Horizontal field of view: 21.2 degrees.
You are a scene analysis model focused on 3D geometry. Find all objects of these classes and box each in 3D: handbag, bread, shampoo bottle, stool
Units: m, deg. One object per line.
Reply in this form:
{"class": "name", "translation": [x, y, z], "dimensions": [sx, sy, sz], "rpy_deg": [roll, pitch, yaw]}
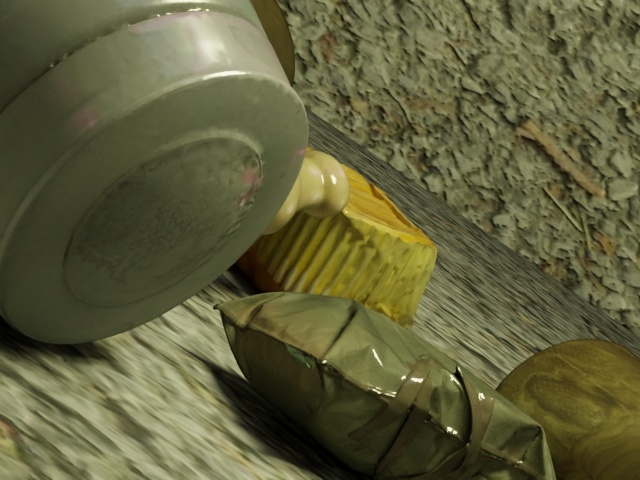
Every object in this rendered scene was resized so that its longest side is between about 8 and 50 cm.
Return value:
{"class": "handbag", "translation": [0.057, 0.125, 1.280], "dimensions": [0.270, 0.117, 0.182], "rpy_deg": [32, -6, -32]}
{"class": "bread", "translation": [0.000, 0.000, 1.662], "dimensions": [0.179, 0.133, 0.250], "rpy_deg": [25, 11, -39]}
{"class": "shampoo bottle", "translation": [-0.167, -0.095, 1.100], "dimensions": [0.266, 0.273, 0.273], "rpy_deg": [51, 16, 28]}
{"class": "stool", "translation": [0.252, 0.213, 1.334], "dimensions": [0.179, 0.179, 0.264], "rpy_deg": [30, 11, -32]}

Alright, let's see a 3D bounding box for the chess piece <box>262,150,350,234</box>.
{"class": "chess piece", "translation": [-0.094, -0.055, 1.426], "dimensions": [0.307, 0.124, 0.139], "rpy_deg": [6, 0, -42]}

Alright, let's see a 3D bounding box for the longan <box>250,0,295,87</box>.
{"class": "longan", "translation": [-0.169, -0.174, 1.579], "dimensions": [0.300, 0.243, 0.300], "rpy_deg": [26, 4, -2]}
